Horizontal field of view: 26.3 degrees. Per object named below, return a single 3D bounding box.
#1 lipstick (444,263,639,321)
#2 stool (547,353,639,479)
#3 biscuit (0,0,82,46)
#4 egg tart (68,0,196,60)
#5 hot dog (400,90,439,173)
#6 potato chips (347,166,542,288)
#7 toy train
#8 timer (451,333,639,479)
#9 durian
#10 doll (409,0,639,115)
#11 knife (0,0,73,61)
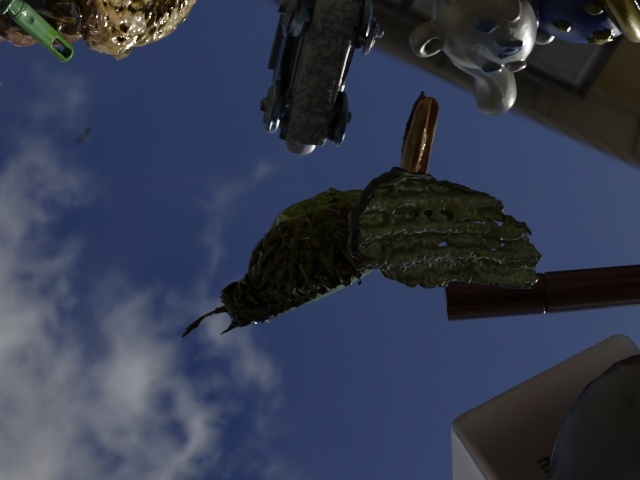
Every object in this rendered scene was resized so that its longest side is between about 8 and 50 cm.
[{"bbox_3d":[0.339,0.064,1.767,0.356,0.057,0.057,-6,-129,2],"label":"lipstick"},{"bbox_3d":[0.241,0.004,0.263,0.226,0.310,0.310,15,-169,-35],"label":"stool"},{"bbox_3d":[-0.378,-0.333,1.598,0.325,0.326,0.107,13,-119,-12],"label":"biscuit"},{"bbox_3d":[-0.196,-0.326,1.376,0.132,0.297,0.297,17,-136,22],"label":"egg tart"},{"bbox_3d":[0.131,-0.138,1.870,0.041,0.133,0.056,13,-178,30],"label":"hot dog"},{"bbox_3d":[0.101,-0.007,1.065,0.207,0.028,0.092,5,-96,-37],"label":"potato chips"},{"bbox_3d":[-0.002,-0.265,1.752,0.131,0.300,0.202,10,-134,-8],"label":"toy train"},{"bbox_3d":[0.252,0.238,1.294,0.195,0.192,0.194,-27,-122,-11],"label":"timer"},{"bbox_3d":[0.002,0.007,1.457,0.107,0.375,0.132,62,-155,-11],"label":"durian"},{"bbox_3d":[0.189,-0.257,1.252,0.311,0.242,0.160,25,-126,-57],"label":"doll"},{"bbox_3d":[-0.333,-0.264,1.568,0.015,0.212,0.054,27,-99,26],"label":"knife"}]
